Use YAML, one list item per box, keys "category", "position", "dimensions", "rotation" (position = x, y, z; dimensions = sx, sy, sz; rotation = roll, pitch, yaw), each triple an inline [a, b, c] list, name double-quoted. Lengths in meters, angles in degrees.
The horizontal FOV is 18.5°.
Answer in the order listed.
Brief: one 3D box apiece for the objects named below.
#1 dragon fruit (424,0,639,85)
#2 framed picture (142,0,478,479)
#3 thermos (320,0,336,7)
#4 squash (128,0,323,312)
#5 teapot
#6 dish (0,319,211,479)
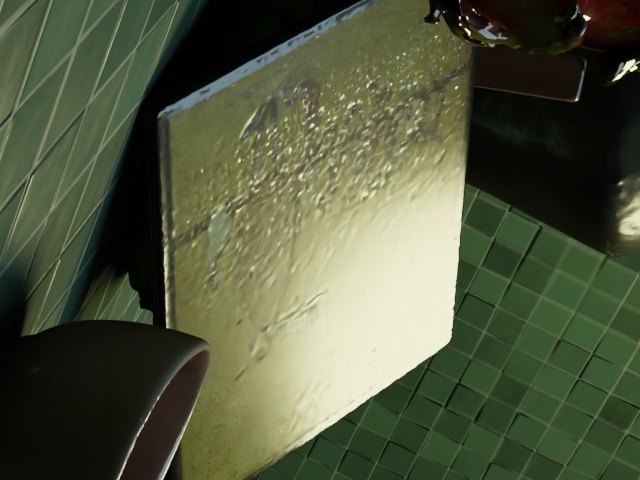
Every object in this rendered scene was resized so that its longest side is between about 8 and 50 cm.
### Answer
- category: "dragon fruit"
  position: [0.125, -0.218, 1.017]
  dimensions: [0.250, 0.291, 0.269]
  rotation: [-9, -105, 55]
- category: "framed picture"
  position: [0.000, 0.000, 1.178]
  dimensions: [0.255, 0.014, 0.339]
  rotation: [-31, 142, -32]
- category: "thermos"
  position: [0.003, -0.073, 1.270]
  dimensions: [0.287, 0.145, 0.182]
  rotation: [-65, 168, 19]
- category: "squash"
  position: [-0.056, -0.051, 1.148]
  dimensions: [0.219, 0.068, 0.077]
  rotation: [-64, -148, 21]
- category: "teapot"
  position: [0.166, -0.152, 1.723]
  dimensions: [0.376, 0.361, 0.306]
  rotation: [-12, 111, -72]
- category: "dish"
  position: [-0.137, 0.122, 0.942]
  dimensions: [0.213, 0.090, 0.213]
  rotation: [25, 90, -86]
